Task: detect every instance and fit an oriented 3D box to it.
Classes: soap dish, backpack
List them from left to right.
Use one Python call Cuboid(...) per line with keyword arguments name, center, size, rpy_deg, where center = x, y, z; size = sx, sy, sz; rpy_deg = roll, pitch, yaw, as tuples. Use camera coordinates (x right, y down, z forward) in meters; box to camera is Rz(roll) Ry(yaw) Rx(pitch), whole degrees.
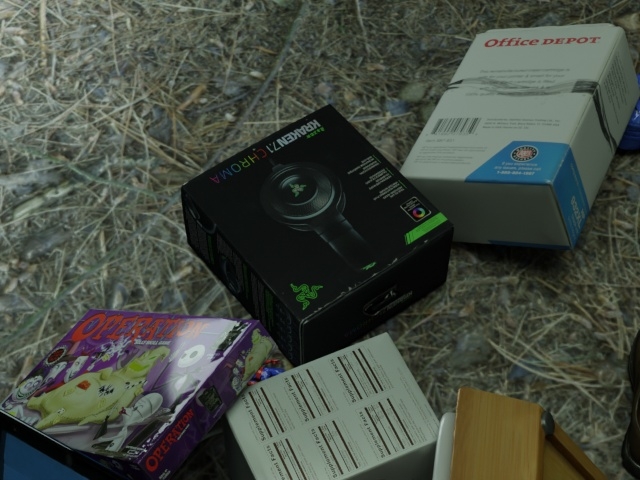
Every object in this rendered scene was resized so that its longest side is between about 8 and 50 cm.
Cuboid(name="soap dish", center=(0.226, 0.313, 1.227), size=(0.118, 0.291, 0.229), rpy_deg=(-17, 45, 31))
Cuboid(name="backpack", center=(0.468, -0.191, 1.722), size=(0.120, 0.101, 0.098), rpy_deg=(-12, 47, -8))

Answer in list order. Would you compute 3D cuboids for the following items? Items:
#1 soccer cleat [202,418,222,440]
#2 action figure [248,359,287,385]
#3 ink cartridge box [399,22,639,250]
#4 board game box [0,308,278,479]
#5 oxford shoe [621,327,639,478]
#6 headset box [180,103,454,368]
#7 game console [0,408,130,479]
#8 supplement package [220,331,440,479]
Cuboid(name="soccer cleat", center=(-0.186, 0.211, 1.433), size=(0.196, 0.068, 0.076), rpy_deg=(-6, 56, -9))
Cuboid(name="action figure", center=(-0.063, 0.168, 1.489), size=(0.115, 0.030, 0.038), rpy_deg=(13, 67, 11))
Cuboid(name="ink cartridge box", center=(0.274, -0.145, 1.621), size=(0.223, 0.129, 0.307), rpy_deg=(4, 49, 35))
Cuboid(name="board game box", center=(-0.225, 0.167, 1.353), size=(0.347, 0.056, 0.208), rpy_deg=(-2, 36, 48))
Cuboid(name="oxford shoe", center=(0.419, 0.171, 1.453), size=(0.083, 0.096, 0.227), rpy_deg=(9, 52, 8))
Cuboid(name="headset box", center=(0.000, 0.000, 1.552), size=(0.246, 0.131, 0.283), rpy_deg=(-30, 60, -20))
Cuboid(name="game console", center=(-0.305, 0.352, 1.219), size=(0.293, 0.173, 0.250), rpy_deg=(19, 54, 33))
Cuboid(name="supplement package", center=(0.012, 0.242, 1.330), size=(0.203, 0.194, 0.149), rpy_deg=(-20, 55, -14))
